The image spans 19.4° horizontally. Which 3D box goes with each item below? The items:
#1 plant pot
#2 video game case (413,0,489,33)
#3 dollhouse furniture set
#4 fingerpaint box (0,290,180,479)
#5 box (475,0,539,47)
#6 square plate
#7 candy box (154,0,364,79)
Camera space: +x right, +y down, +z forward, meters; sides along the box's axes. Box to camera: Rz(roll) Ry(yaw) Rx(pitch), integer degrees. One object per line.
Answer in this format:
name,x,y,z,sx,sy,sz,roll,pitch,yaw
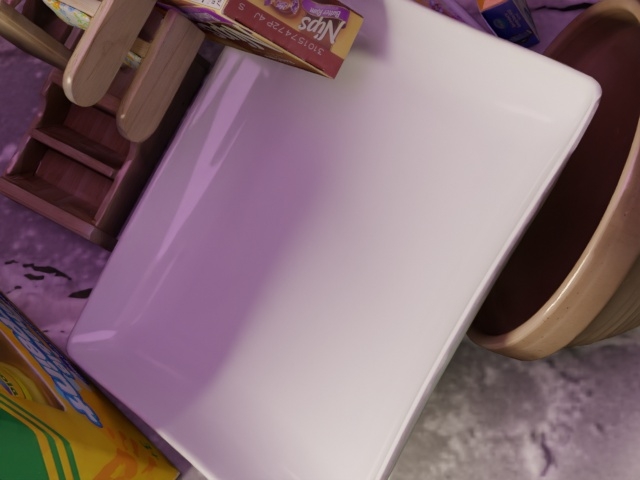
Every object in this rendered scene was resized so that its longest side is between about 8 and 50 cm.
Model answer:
plant pot,0.188,-0.026,1.180,0.110,0.237,0.237,21,81,-15
video game case,0.026,-0.144,1.360,0.143,0.019,0.157,-44,63,4
dollhouse furniture set,-0.201,-0.113,1.316,0.212,0.242,0.161,26,86,26
fingerpaint box,-0.359,0.047,1.260,0.445,0.371,0.163,41,94,27
box,0.118,-0.192,1.303,0.028,0.081,0.136,-24,68,13
square plate,0.000,0.000,1.246,0.347,0.049,0.344,33,95,48
candy box,-0.070,-0.170,1.283,0.187,0.109,0.053,26,89,49
